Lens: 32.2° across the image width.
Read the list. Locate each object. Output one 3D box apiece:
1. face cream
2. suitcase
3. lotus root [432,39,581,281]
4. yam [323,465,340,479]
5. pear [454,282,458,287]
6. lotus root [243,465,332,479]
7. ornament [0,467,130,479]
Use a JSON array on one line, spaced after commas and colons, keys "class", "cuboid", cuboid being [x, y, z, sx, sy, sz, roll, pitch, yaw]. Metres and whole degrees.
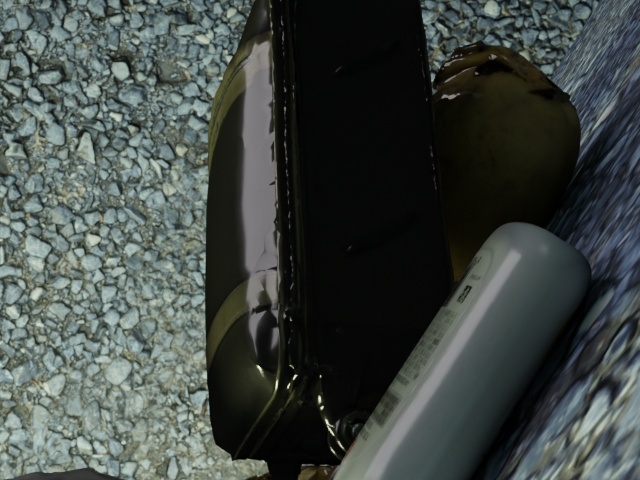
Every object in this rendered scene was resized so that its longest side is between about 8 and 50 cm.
[{"class": "face cream", "cuboid": [0.062, 0.124, 0.677, 0.291, 0.071, 0.144, -56, -5, -4]}, {"class": "suitcase", "cuboid": [0.000, 0.000, 0.958, 0.283, 0.194, 0.434, 118, 154, -63]}, {"class": "lotus root", "cuboid": [0.147, -0.045, 1.125, 0.310, 0.182, 0.183, -65, -7, 34]}, {"class": "yam", "cuboid": [-0.013, 0.317, 1.158, 0.264, 0.046, 0.046, -56, -4, -25]}, {"class": "pear", "cuboid": [0.079, 0.071, 1.451, 0.340, 0.191, 0.386, -50, -7, -37]}, {"class": "lotus root", "cuboid": [-0.064, 0.344, 1.313, 0.329, 0.167, 0.078, -19, -74, -67]}, {"class": "ornament", "cuboid": [-0.247, 0.372, 1.025, 0.337, 0.337, 0.337, -57, -3, -5]}]
